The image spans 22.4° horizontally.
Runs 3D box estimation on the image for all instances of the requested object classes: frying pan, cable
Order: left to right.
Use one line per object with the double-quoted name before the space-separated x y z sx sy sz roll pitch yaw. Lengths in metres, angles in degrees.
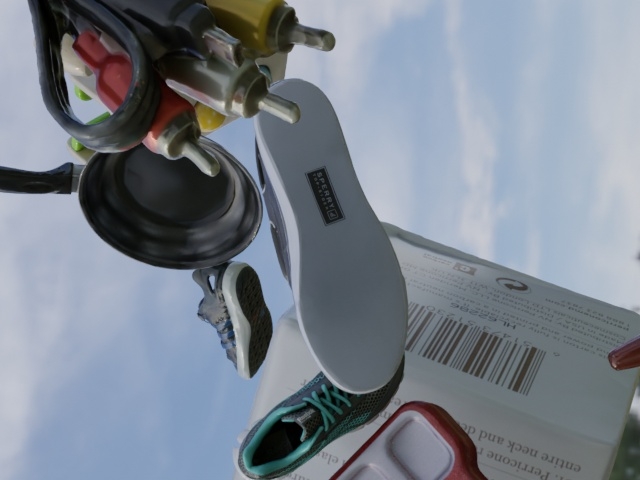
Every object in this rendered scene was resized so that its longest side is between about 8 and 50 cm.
"cable" -0.137 -0.129 0.895 0.139 0.287 0.072 -47 -31 -18
"frying pan" -0.219 -0.039 1.726 0.053 0.326 0.197 -82 -20 -46

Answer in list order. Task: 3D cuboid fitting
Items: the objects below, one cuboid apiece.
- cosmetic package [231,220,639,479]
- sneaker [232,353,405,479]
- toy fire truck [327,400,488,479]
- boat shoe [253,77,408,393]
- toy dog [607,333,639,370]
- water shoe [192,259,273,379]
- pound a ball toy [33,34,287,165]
"cosmetic package" 0.102 0.245 1.614 0.327 0.329 0.393 -48 -23 -66
"sneaker" 0.000 0.137 1.273 0.166 0.065 0.076 -42 -4 2
"toy fire truck" 0.057 0.310 1.282 0.302 0.254 0.169 -46 -24 13
"boat shoe" 0.000 0.000 1.150 0.076 0.080 0.228 123 127 -76
"toy dog" 0.334 0.127 1.158 0.333 0.161 0.220 56 -174 13
"water shoe" -0.113 0.093 2.062 0.073 0.080 0.203 -54 -28 -37
"pound a ball toy" -0.179 -0.198 1.927 0.319 0.136 0.208 -33 -32 -36
